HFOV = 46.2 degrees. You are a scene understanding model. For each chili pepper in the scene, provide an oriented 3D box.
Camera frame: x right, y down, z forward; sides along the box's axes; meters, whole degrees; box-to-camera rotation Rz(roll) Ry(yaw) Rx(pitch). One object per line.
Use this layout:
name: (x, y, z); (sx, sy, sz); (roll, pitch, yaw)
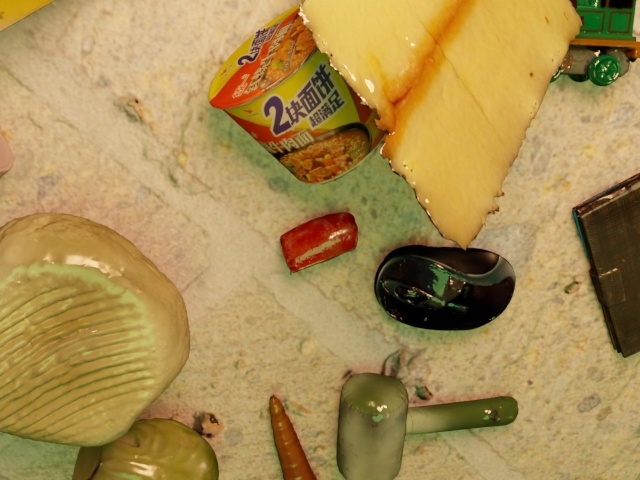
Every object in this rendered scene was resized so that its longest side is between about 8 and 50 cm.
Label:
chili pepper: (0.000, 0.000, 1.152); (0.123, 0.073, 0.070); (-22, 83, 2)

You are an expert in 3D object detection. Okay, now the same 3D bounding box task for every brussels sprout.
brussels sprout: (-0.289, 0.409, 1.257); (0.244, 0.244, 0.244); (-2, 116, -4)

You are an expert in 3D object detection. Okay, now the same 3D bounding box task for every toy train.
toy train: (0.346, -0.284, 1.035); (0.228, 0.091, 0.136); (3, 105, -6)

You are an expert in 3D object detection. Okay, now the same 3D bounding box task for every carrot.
carrot: (-0.047, 0.415, 1.358); (0.069, 0.069, 0.336); (-16, 114, 3)

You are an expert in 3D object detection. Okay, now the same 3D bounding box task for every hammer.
hammer: (0.194, 0.321, 1.315); (0.336, 0.119, 0.206); (-4, 119, -11)

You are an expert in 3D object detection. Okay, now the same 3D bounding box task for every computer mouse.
computer mouse: (0.203, 0.082, 1.196); (0.233, 0.096, 0.137); (4, 116, -9)

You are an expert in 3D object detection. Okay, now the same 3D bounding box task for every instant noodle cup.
instant noodle cup: (-0.014, -0.187, 0.991); (0.213, 0.213, 0.174); (-34, 122, 11)

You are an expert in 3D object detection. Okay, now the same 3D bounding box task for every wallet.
wallet: (0.529, 0.042, 1.237); (0.169, 0.044, 0.317); (-26, 117, 3)

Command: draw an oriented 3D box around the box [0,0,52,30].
box: (-0.366, -0.334, 0.847); (0.097, 0.265, 0.168); (0, 127, 44)

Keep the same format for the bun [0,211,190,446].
bun: (-0.365, 0.120, 1.086); (0.349, 0.227, 0.352); (-22, 119, 5)

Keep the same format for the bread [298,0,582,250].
bread: (0.142, -0.259, 0.843); (0.242, 0.405, 0.346); (-38, 107, 25)

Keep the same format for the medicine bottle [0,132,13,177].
medicine bottle: (-0.556, -0.070, 1.028); (0.250, 0.133, 0.133); (-35, 114, 12)
